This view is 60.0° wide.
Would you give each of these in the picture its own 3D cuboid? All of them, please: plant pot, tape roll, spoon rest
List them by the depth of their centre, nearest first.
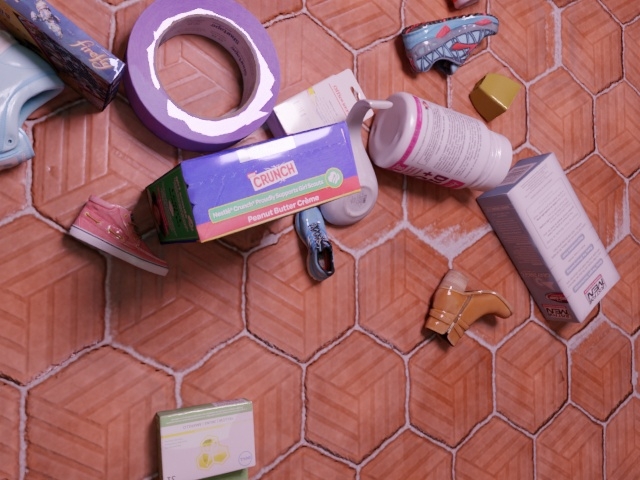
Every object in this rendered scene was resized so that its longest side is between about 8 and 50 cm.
[{"bbox_3d":[-0.216,-0.305,1.017,0.275,0.090,0.275,1,87,-26],"label":"tape roll"},{"bbox_3d":[0.072,-0.154,1.113,0.137,0.084,0.276,-5,123,-30],"label":"spoon rest"},{"bbox_3d":[0.408,-0.348,1.320,0.083,0.081,0.081,35,73,-7],"label":"plant pot"}]

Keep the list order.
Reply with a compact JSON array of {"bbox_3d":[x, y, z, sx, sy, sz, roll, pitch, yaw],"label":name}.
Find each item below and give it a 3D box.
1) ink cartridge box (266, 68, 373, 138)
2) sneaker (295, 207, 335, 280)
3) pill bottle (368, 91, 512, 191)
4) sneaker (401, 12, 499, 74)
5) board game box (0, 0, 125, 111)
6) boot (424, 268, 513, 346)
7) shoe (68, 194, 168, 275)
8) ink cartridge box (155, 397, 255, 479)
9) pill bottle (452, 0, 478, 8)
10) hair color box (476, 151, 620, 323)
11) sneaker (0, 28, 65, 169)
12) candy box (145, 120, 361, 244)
[{"bbox_3d":[-0.002,-0.254,1.127,0.198,0.067,0.115,-33,102,-21],"label":"ink cartridge box"},{"bbox_3d":[0.000,0.000,1.110,0.063,0.073,0.162,-18,95,-25],"label":"sneaker"},{"bbox_3d":[0.261,-0.202,1.196,0.283,0.160,0.160,13,82,-24],"label":"pill bottle"},{"bbox_3d":[0.299,-0.449,1.278,0.262,0.104,0.125,-18,112,-21],"label":"sneaker"},{"bbox_3d":[-0.431,-0.319,0.875,0.243,0.165,0.042,38,72,-19],"label":"board game box"},{"bbox_3d":[0.335,0.175,1.263,0.197,0.073,0.152,29,74,-9],"label":"boot"},{"bbox_3d":[-0.333,-0.008,0.959,0.178,0.063,0.081,28,81,-17],"label":"shoe"},{"bbox_3d":[-0.205,0.418,1.005,0.171,0.056,0.235,-2,86,-26],"label":"ink cartridge box"},{"bbox_3d":[0.328,-0.650,1.279,0.108,0.108,0.193,-27,99,-24],"label":"pill bottle"},{"bbox_3d":[0.560,-0.003,1.353,0.185,0.113,0.374,-38,102,-21],"label":"hair color box"},{"bbox_3d":[-0.527,-0.144,0.838,0.150,0.135,0.366,32,75,-17],"label":"sneaker"},{"bbox_3d":[-0.126,-0.084,0.921,0.268,0.317,0.122,-18,95,-25],"label":"candy box"}]
